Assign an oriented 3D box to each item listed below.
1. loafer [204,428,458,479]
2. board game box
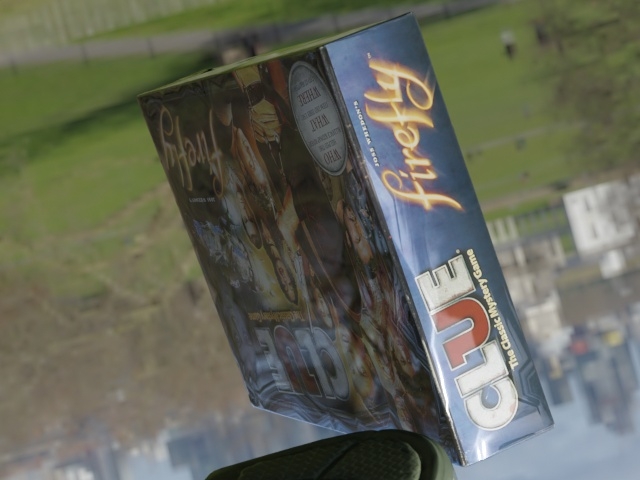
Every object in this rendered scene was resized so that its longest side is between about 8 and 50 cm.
[{"bbox_3d":[-0.070,0.140,0.613,0.267,0.084,0.096,-16,-155,18],"label":"loafer"},{"bbox_3d":[0.000,0.000,0.761,0.042,0.165,0.243,-23,-172,-20],"label":"board game box"}]
